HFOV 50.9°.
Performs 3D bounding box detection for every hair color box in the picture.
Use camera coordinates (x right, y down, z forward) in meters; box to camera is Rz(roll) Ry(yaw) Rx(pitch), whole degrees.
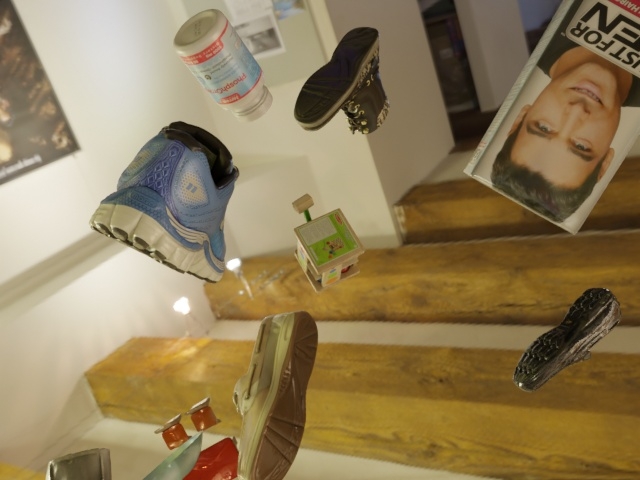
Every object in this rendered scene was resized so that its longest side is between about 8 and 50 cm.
[{"bbox_3d":[0.395,-0.220,1.014,0.375,0.185,0.113,-61,179,12],"label":"hair color box"}]

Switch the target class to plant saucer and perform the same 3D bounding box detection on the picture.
[{"bbox_3d":[-0.260,0.394,1.111,0.195,0.037,0.195,-41,177,-3],"label":"plant saucer"}]

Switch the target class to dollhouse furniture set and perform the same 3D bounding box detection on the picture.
[{"bbox_3d":[-0.190,0.454,1.403,0.259,0.262,0.135,-30,174,1],"label":"dollhouse furniture set"}]

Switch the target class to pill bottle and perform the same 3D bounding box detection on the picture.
[{"bbox_3d":[-0.138,-0.252,0.991,0.087,0.160,0.087,-18,-132,21],"label":"pill bottle"}]

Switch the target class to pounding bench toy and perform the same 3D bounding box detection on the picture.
[{"bbox_3d":[0.000,0.000,0.681,0.052,0.083,0.065,-26,159,-13],"label":"pounding bench toy"}]

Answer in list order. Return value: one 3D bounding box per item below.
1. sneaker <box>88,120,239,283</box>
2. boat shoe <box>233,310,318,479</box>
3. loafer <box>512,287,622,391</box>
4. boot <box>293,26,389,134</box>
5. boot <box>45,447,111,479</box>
[{"bbox_3d":[-0.142,-0.042,0.751,0.147,0.129,0.330,-62,-177,-6],"label":"sneaker"},{"bbox_3d":[-0.085,0.253,1.083,0.098,0.109,0.303,-7,-127,28],"label":"boat shoe"},{"bbox_3d":[0.409,0.172,1.096,0.223,0.078,0.076,-42,-166,-10],"label":"loafer"},{"bbox_3d":[0.051,-0.240,1.196,0.085,0.179,0.236,18,-118,28],"label":"boot"},{"bbox_3d":[-0.292,0.357,0.755,0.189,0.209,0.076,-27,161,23],"label":"boot"}]
